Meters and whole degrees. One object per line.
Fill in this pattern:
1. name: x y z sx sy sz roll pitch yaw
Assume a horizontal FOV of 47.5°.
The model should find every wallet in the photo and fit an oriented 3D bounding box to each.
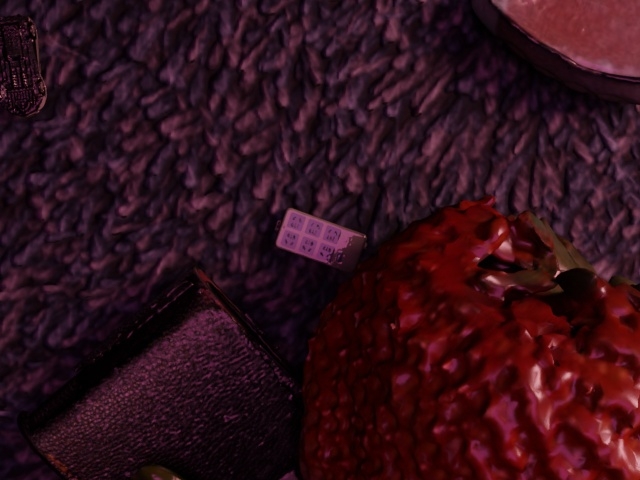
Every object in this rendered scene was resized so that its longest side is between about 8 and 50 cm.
1. wallet: -0.110 0.187 0.676 0.221 0.071 0.262 -41 103 -2

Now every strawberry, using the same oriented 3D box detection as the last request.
1. strawberry: 0.125 0.152 0.598 0.312 0.267 0.351 34 96 32

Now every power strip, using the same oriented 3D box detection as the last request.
1. power strip: 0.000 0.000 0.694 0.090 0.016 0.040 19 92 -5

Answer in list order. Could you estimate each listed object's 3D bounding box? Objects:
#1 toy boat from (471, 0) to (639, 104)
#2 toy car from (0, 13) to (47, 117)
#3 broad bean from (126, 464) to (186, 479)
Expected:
1. toy boat: 0.261 -0.209 0.681 0.227 0.085 0.155 26 83 5
2. toy car: -0.273 -0.157 0.658 0.041 0.025 0.093 -8 91 -2
3. broad bean: -0.061 0.301 0.661 0.060 0.043 0.297 -43 106 8
